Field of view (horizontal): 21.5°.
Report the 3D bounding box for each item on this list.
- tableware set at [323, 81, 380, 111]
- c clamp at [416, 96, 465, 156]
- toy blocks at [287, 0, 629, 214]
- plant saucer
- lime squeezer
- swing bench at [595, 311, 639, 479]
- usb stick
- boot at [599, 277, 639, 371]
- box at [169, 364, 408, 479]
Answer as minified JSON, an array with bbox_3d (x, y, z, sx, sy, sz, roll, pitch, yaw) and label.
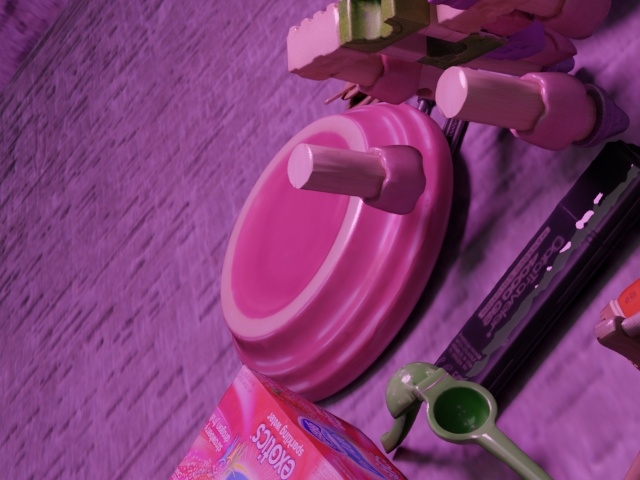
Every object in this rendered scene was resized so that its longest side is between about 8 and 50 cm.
[{"bbox_3d":[0.084,-0.217,1.877,0.194,0.039,0.128,-42,17,29],"label":"tableware set"},{"bbox_3d":[0.110,-0.116,1.771,0.137,0.022,0.161,-18,44,47],"label":"c clamp"},{"bbox_3d":[0.144,-0.198,1.511,0.288,0.260,0.309,-22,67,53],"label":"toy blocks"},{"bbox_3d":[0.000,0.000,1.726,0.332,0.084,0.332,-41,34,36],"label":"plant saucer"},{"bbox_3d":[0.104,0.156,1.359,0.310,0.059,0.110,10,114,62],"label":"lime squeezer"},{"bbox_3d":[0.291,0.135,0.990,0.253,0.165,0.255,-32,30,44],"label":"swing bench"},{"bbox_3d":[0.188,0.036,1.423,0.278,0.045,0.077,-53,33,10],"label":"usb stick"},{"bbox_3d":[0.265,0.065,1.238,0.084,0.059,0.158,-46,26,13],"label":"boot"},{"bbox_3d":[-0.009,0.244,1.425,0.154,0.142,0.300,-57,25,4],"label":"box"}]
